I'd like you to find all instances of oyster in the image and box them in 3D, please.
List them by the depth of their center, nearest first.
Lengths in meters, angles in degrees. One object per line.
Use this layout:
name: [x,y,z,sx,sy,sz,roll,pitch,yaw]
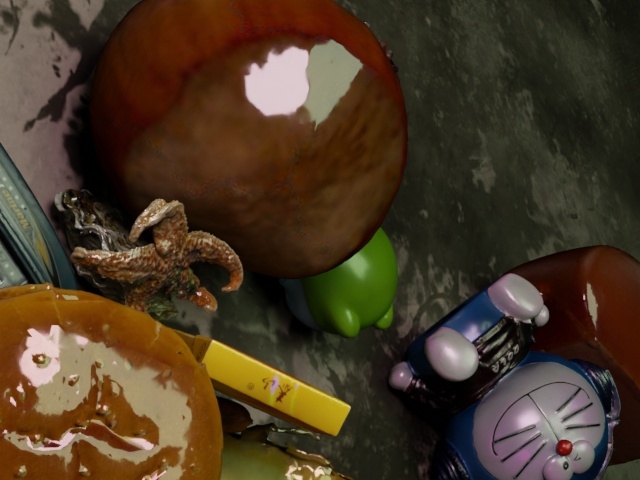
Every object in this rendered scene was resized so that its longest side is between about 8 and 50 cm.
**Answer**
oyster: [-0.216,0.017,1.481,0.177,0.064,0.125,56,20,-2]

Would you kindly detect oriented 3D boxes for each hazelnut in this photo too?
hazelnut: [-0.071,-0.133,1.538,0.366,0.366,0.366,32,48,-43]

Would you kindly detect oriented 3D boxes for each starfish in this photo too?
starfish: [-0.166,0.023,1.405,0.209,0.053,0.150,5,112,-47]

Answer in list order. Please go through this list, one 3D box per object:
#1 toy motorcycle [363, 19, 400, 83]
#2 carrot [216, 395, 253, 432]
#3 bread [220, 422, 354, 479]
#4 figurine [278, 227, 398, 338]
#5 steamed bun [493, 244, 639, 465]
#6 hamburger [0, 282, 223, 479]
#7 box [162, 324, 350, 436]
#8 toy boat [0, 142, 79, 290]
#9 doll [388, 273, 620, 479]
toy motorcycle: [0.057,-0.263,2.007,0.212,0.084,0.118,-17,85,-65]
carrot: [-0.166,0.162,1.370,0.209,0.061,0.061,10,58,-16]
bread: [-0.054,0.293,1.379,0.315,0.279,0.248,49,42,-38]
figurine: [0.000,0.000,1.736,0.162,0.143,0.263,-4,65,-62]
steamed bun: [0.426,0.156,2.156,0.379,0.235,0.248,47,41,-30]
hamburger: [-0.232,0.196,1.196,0.290,0.170,0.314,18,80,-25]
box: [-0.082,0.137,1.402,0.152,0.269,0.043,26,83,-16]
toy boat: [-0.316,-0.009,1.299,0.122,0.114,0.296,-38,106,-35]
doll: [0.257,0.230,1.888,0.284,0.240,0.310,-37,90,-15]
